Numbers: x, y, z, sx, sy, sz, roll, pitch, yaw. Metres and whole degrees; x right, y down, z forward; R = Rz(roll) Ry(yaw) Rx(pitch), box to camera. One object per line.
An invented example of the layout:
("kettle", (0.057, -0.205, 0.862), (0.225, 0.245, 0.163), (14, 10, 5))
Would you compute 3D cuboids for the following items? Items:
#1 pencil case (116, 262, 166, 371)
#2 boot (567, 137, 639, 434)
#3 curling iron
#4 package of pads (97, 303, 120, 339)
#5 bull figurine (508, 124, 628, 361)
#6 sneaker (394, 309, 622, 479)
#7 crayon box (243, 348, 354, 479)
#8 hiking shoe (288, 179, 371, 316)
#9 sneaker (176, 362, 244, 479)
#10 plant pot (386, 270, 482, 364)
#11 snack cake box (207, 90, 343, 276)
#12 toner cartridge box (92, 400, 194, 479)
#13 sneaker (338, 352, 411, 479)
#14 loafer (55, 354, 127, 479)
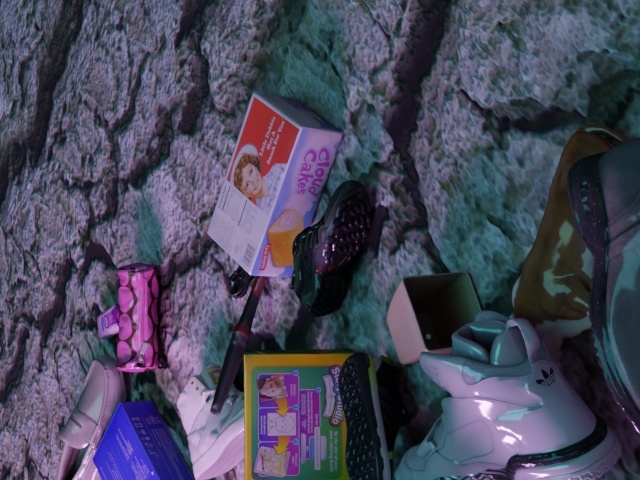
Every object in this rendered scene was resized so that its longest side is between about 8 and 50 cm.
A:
("pencil case", (-0.345, 0.146, 2.111), (0.098, 0.095, 0.209), (137, 131, -84))
("boot", (0.382, 0.030, 1.101), (0.223, 0.118, 0.338), (-25, 73, 43))
("curling iron", (-0.140, 0.160, 1.839), (0.068, 0.035, 0.273), (-11, 58, 40))
("package of pads", (-0.422, 0.165, 2.246), (0.083, 0.032, 0.050), (-32, 67, 45))
("bull figurine", (0.318, 0.022, 1.314), (0.188, 0.101, 0.310), (23, 108, 45))
("sneaker", (0.187, 0.208, 1.360), (0.366, 0.137, 0.210), (-26, 93, 56))
("crayon box", (-0.032, 0.302, 1.654), (0.081, 0.166, 0.278), (130, 140, -84))
("hiking shoe", (0.000, 0.000, 1.706), (0.114, 0.086, 0.226), (38, 117, 41))
("sneaker", (-0.156, 0.273, 1.860), (0.292, 0.108, 0.169), (-43, 59, 41))
("plant pot", (0.151, 0.115, 1.510), (0.096, 0.109, 0.109), (-51, 50, 52))
("snack cake box", (-0.079, -0.090, 1.805), (0.152, 0.089, 0.264), (41, 118, 46))
("toner cartridge box", (-0.306, 0.476, 2.052), (0.348, 0.075, 0.165), (53, 127, 38))
("sneaker", (0.091, 0.257, 1.554), (0.084, 0.097, 0.234), (-49, 36, 45))
("loafer", (-0.467, 0.385, 2.222), (0.112, 0.112, 0.319), (22, 105, 49))
